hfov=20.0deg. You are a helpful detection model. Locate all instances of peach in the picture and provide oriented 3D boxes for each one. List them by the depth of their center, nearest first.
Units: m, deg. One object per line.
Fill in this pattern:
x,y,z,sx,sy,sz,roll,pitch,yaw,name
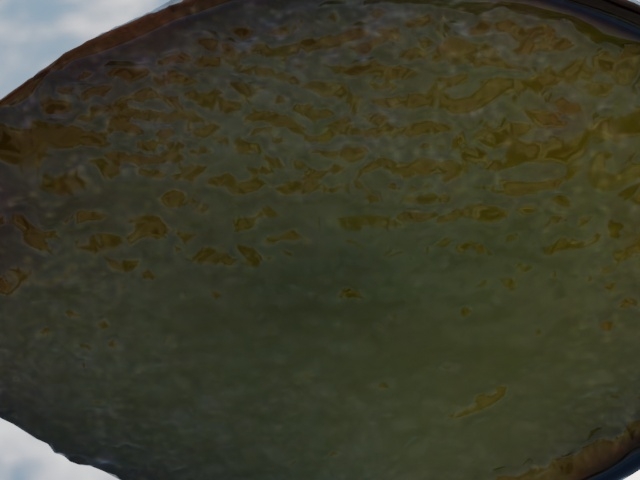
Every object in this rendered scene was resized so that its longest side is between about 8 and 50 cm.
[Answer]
0.002,-0.002,0.524,0.279,0.189,0.068,2,-151,1,peach
